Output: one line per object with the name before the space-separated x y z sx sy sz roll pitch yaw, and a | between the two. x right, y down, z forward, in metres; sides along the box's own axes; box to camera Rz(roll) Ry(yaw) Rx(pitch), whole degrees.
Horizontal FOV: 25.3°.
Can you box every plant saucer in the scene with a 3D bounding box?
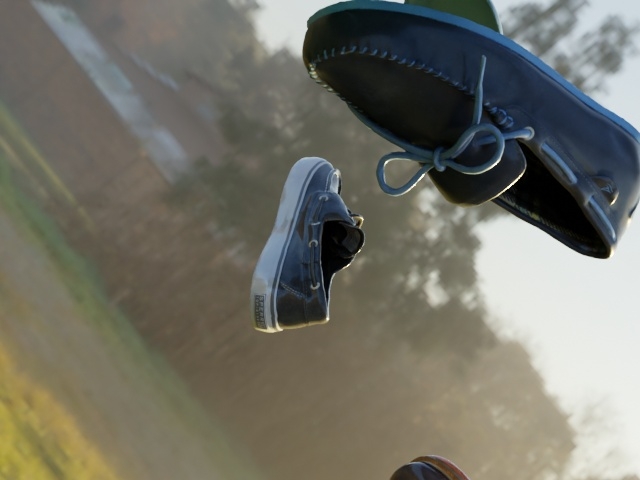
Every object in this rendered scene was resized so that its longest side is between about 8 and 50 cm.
plant saucer | 0.120 -0.184 1.239 0.119 0.021 0.119 32 -45 39

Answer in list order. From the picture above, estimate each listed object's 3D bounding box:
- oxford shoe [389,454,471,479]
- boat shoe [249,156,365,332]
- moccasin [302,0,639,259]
oxford shoe | 0.074 0.251 0.919 0.098 0.097 0.271 15 40 -28
boat shoe | 0.000 0.000 1.224 0.228 0.076 0.080 -67 156 -58
moccasin | 0.135 -0.080 1.114 0.342 0.117 0.137 21 -20 -27
